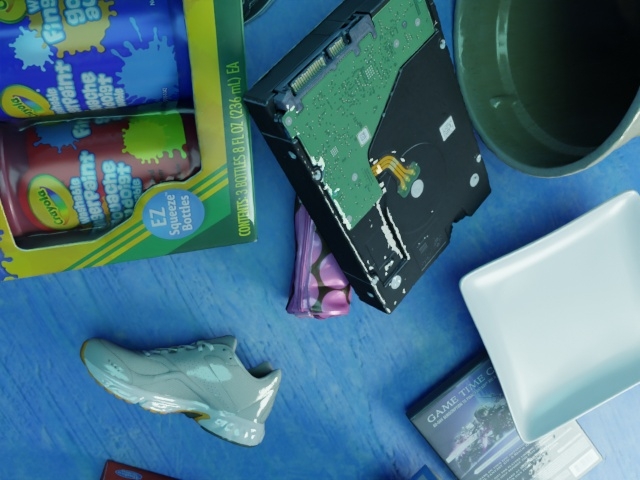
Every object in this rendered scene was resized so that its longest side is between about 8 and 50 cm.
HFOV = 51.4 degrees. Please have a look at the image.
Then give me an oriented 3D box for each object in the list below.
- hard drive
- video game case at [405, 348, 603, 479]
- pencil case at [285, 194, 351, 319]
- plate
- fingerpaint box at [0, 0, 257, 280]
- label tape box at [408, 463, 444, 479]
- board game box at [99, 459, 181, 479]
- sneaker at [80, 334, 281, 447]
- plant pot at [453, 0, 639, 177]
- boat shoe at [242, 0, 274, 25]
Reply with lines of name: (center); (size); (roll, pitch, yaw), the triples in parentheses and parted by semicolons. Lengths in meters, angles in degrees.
hard drive: (0.076, -0.103, 0.772); (0.237, 0.064, 0.339); (-48, 135, -18)
video game case: (0.278, 0.291, 0.984); (0.196, 0.026, 0.274); (-38, 107, -1)
pencil case: (0.000, 0.000, 0.853); (0.095, 0.098, 0.209); (5, 97, 16)
plate: (0.348, 0.104, 0.919); (0.278, 0.045, 0.277); (-27, 106, -5)
fingerpaint box: (-0.265, -0.189, 0.643); (0.371, 0.163, 0.445); (-8, 125, -13)
label tape box: (0.164, 0.509, 0.950); (0.249, 0.115, 0.348); (-43, 126, -3)
board game box: (-0.181, 0.461, 0.905); (0.316, 0.064, 0.242); (20, 94, -14)
sneaker: (-0.171, 0.162, 0.853); (0.262, 0.099, 0.121); (27, 85, -22)
plant pot: (0.381, -0.260, 0.803); (0.305, 0.334, 0.334); (-10, 101, -22)
boat shoe: (-0.130, -0.283, 0.791); (0.228, 0.076, 0.080); (-33, 104, -5)
